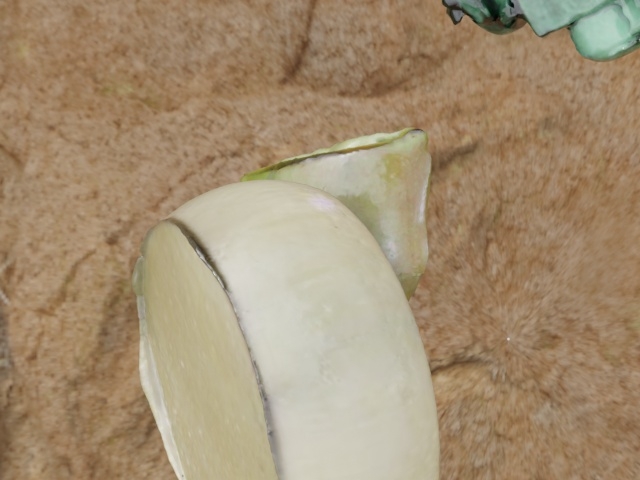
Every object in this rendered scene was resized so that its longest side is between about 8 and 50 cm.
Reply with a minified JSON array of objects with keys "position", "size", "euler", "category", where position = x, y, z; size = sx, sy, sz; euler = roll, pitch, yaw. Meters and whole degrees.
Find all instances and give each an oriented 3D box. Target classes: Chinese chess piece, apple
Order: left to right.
[{"position":[-0.040,0.118,0.791],"size":[0.141,0.338,0.338],"euler":[-14,80,-26],"category":"Chinese chess piece"},{"position":[0.000,0.000,0.955],"size":[0.120,0.265,0.193],"euler":[-9,93,-34],"category":"apple"}]

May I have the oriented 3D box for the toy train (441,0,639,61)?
[{"position":[0.102,-0.240,0.465],"size":[0.120,0.202,0.301],"euler":[-23,101,46],"category":"toy train"}]
